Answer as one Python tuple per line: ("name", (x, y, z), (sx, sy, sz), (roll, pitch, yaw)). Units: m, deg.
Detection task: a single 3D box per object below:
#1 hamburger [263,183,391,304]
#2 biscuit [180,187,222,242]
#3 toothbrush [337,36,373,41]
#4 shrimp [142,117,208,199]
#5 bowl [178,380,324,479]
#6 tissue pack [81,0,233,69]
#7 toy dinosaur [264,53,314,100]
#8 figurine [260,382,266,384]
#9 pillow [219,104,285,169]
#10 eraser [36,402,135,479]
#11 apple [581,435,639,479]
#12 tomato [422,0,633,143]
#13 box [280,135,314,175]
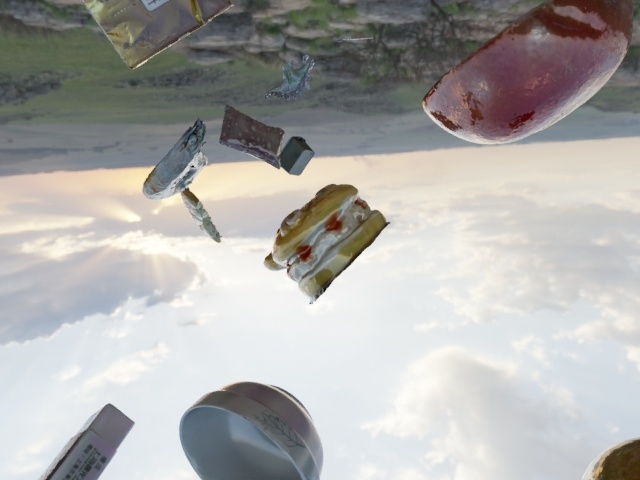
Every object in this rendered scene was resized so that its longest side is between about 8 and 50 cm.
("hamburger", (0.000, 0.000, 1.246), (0.261, 0.186, 0.303), (-44, 175, -39))
("biscuit", (-0.403, -0.096, 1.759), (0.045, 0.154, 0.299), (-39, 156, -13))
("toothbrush", (0.091, -0.525, 1.396), (0.097, 0.008, 0.006), (-6, 180, -4))
("shrimp", (-0.330, -0.191, 1.313), (0.164, 0.062, 0.317), (-30, 172, -47))
("bowl", (-0.110, 0.379, 1.009), (0.287, 0.287, 0.144), (2, -154, 33))
("tissue pack", (-0.287, -0.432, 0.913), (0.226, 0.183, 0.092), (-34, -147, -6))
("toy dinosaur", (-0.080, -0.382, 1.305), (0.039, 0.082, 0.209), (-13, 178, -43))
("figurine", (-0.153, 0.509, 1.673), (0.083, 0.187, 0.083), (-34, -150, 22))
("pillow", (-0.169, -0.266, 1.372), (0.185, 0.118, 0.043), (19, 160, -33))
("eraser", (-0.504, 0.472, 1.066), (0.130, 0.086, 0.287), (-34, -162, 38))
("apple", (0.691, 0.568, 1.060), (0.339, 0.340, 0.339), (-4, -171, 1))
("tomato", (0.337, -0.251, 0.840), (0.338, 0.144, 0.338), (-31, 176, -2))
("box", (-0.080, -0.269, 1.731), (0.069, 0.122, 0.084), (46, -156, 23))
